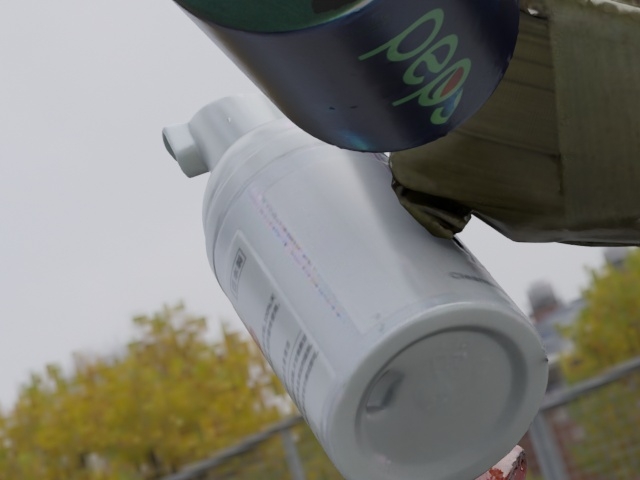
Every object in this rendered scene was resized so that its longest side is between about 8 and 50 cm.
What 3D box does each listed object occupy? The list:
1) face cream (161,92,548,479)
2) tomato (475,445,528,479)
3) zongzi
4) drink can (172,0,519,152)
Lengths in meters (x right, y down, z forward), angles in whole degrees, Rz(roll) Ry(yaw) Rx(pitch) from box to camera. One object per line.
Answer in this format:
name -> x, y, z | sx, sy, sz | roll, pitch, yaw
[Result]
face cream -> 0.000, 0.000, 1.226 | 0.145, 0.370, 0.145 | -14, -52, -18
tomato -> 0.138, 0.263, 1.778 | 0.091, 0.159, 0.139 | 15, -9, 16
zongzi -> 0.263, -0.118, 1.288 | 0.466, 0.218, 0.500 | 16, 20, -7
drink can -> 0.009, -0.106, 0.712 | 0.118, 0.118, 0.205 | -20, -17, 11
